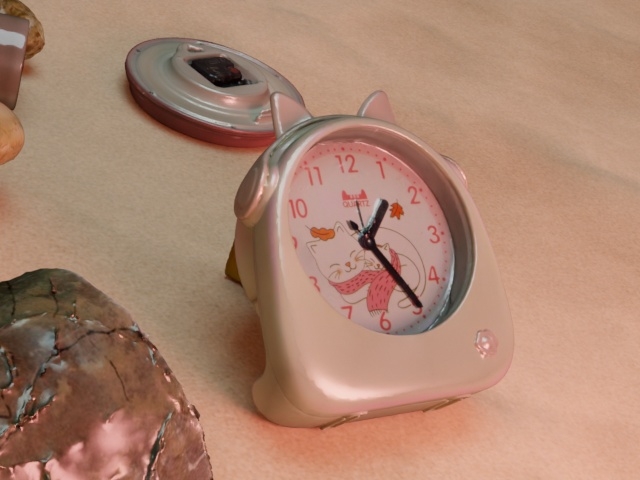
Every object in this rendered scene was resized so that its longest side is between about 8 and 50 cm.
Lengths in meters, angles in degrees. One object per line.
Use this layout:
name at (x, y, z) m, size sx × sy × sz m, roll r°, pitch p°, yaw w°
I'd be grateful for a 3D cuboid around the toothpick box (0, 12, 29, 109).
toothpick box at (-0.431, -0.219, 1.556) m, size 0.180 × 0.111 × 0.111 m, roll 10°, pitch 31°, yaw -15°

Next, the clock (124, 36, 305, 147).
clock at (-0.136, -0.200, 1.757) m, size 0.244 × 0.056 × 0.244 m, roll 14°, pitch 29°, yaw -8°

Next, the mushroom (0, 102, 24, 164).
mushroom at (-0.375, -0.091, 1.374) m, size 0.148 × 0.112 × 0.148 m, roll -12°, pitch 10°, yaw 2°

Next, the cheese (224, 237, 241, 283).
cheese at (0.000, 0.000, 1.465) m, size 0.126 × 0.093 × 0.171 m, roll 29°, pitch 31°, yaw 16°

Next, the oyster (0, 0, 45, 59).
oyster at (-0.491, -0.291, 1.642) m, size 0.294 × 0.094 × 0.166 m, roll 5°, pitch 24°, yaw -35°

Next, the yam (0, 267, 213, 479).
yam at (-0.247, 0.172, 0.902) m, size 0.241 × 0.241 × 0.348 m, roll 33°, pitch 35°, yaw 22°

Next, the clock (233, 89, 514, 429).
clock at (0.038, 0.010, 1.304) m, size 0.265 × 0.108 × 0.324 m, roll -3°, pitch 73°, yaw -31°
